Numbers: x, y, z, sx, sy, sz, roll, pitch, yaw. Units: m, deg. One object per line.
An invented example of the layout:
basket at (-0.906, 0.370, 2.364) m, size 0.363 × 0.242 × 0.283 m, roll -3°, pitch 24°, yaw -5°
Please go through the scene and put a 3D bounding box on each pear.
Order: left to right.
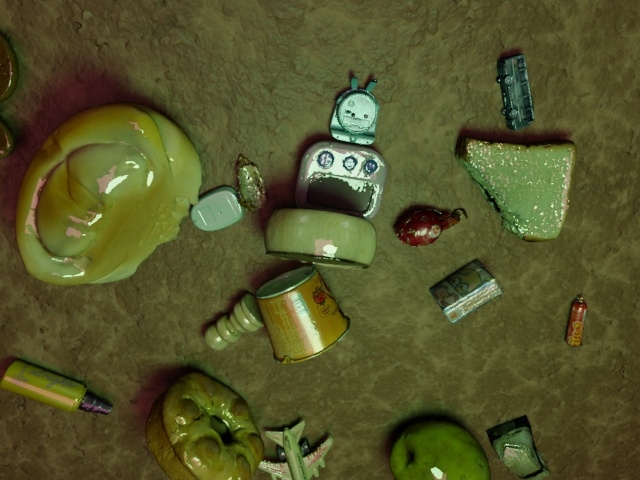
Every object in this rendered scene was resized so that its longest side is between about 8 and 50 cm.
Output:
pear at (0.344, 0.642, 1.454) m, size 0.307 × 0.253 × 0.253 m, roll 37°, pitch 103°, yaw -25°

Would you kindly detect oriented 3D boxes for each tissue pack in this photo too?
tissue pack at (0.372, 0.130, 1.325) m, size 0.155 × 0.116 × 0.065 m, roll -33°, pitch 113°, yaw 6°

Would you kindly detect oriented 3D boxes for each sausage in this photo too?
sausage at (0.717, 0.224, 1.434) m, size 0.050 × 0.048 × 0.146 m, roll 13°, pitch 113°, yaw 30°

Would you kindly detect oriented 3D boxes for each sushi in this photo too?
sushi at (0.622, 0.678, 1.563) m, size 0.134 × 0.109 × 0.273 m, roll -26°, pitch 112°, yaw 5°

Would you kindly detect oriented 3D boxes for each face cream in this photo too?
face cream at (-0.678, 0.396, 1.342) m, size 0.273 × 0.078 × 0.078 m, roll 27°, pitch 106°, yaw -14°

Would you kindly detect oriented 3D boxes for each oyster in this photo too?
oyster at (-0.164, -0.132, 1.216) m, size 0.086 × 0.029 × 0.132 m, roll 6°, pitch 90°, yaw -36°

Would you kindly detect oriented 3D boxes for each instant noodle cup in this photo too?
instant noodle cup at (-0.053, 0.171, 1.259) m, size 0.215 × 0.216 × 0.172 m, roll -23°, pitch 103°, yaw 3°

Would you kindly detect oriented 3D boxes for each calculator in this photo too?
calculator at (-0.238, -0.078, 1.235) m, size 0.152 × 0.021 × 0.095 m, roll -23°, pitch 112°, yaw 4°

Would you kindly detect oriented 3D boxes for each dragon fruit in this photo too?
dragon fruit at (0.278, -0.041, 1.268) m, size 0.190 × 0.094 × 0.094 m, roll -17°, pitch 112°, yaw -4°

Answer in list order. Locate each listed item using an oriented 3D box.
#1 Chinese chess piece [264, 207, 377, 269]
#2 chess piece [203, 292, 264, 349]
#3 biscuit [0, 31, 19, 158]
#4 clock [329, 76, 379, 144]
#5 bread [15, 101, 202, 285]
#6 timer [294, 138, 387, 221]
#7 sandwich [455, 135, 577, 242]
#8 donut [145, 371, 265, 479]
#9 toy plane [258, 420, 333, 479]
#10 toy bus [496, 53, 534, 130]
Chinese chess piece at (0.000, 0.000, 1.165) m, size 0.257 × 0.257 × 0.104 m, roll 9°, pitch 83°, yaw -9°
chess piece at (-0.226, 0.216, 1.321) m, size 0.170 × 0.094 × 0.094 m, roll -34°, pitch 111°, yaw 16°
biscuit at (-0.778, -0.260, 1.088) m, size 0.283 × 0.064 × 0.432 m, roll 39°, pitch 101°, yaw -8°
clock at (0.083, -0.297, 1.171) m, size 0.108 × 0.045 × 0.147 m, roll 7°, pitch 110°, yaw -10°
bread at (-0.446, -0.085, 1.092) m, size 0.328 × 0.245 × 0.424 m, roll 35°, pitch 100°, yaw -17°
timer at (0.047, -0.136, 1.216) m, size 0.208 × 0.069 × 0.191 m, roll 9°, pitch 110°, yaw -10°
sandwich at (0.461, -0.124, 1.245) m, size 0.288 × 0.100 × 0.255 m, roll 3°, pitch 110°, yaw -7°
donut at (-0.288, 0.496, 1.318) m, size 0.150 × 0.299 × 0.317 m, roll -38°, pitch 78°, yaw 21°
toy plane at (-0.069, 0.644, 1.485) m, size 0.241 × 0.104 × 0.256 m, roll -16°, pitch 112°, yaw -2°
toy bus at (0.451, -0.342, 1.190) m, size 0.065 × 0.047 × 0.166 m, roll -19°, pitch 111°, yaw -2°
